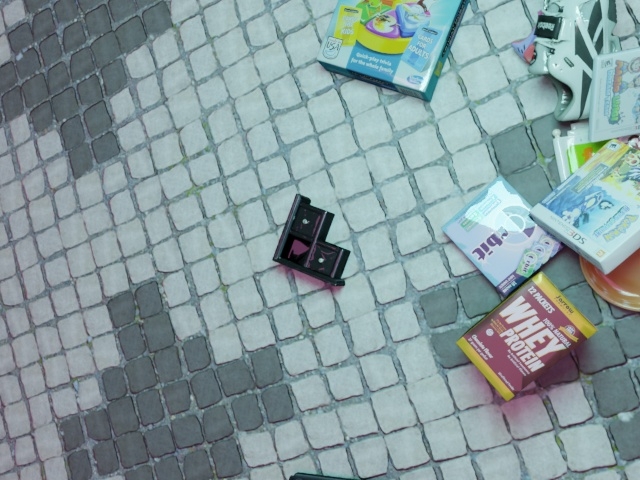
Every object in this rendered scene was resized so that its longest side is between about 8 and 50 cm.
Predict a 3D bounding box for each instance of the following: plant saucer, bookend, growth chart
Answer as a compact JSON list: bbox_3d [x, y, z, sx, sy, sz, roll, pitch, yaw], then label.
[{"bbox_3d":[0.574,0.029,1.022,0.200,0.037,0.199,13,113,34],"label":"plant saucer"},{"bbox_3d":[0.000,0.000,1.238,0.157,0.072,0.156,22,94,18],"label":"bookend"},{"bbox_3d":[0.564,-0.173,1.079,0.237,0.021,0.171,-20,82,18],"label":"growth chart"}]

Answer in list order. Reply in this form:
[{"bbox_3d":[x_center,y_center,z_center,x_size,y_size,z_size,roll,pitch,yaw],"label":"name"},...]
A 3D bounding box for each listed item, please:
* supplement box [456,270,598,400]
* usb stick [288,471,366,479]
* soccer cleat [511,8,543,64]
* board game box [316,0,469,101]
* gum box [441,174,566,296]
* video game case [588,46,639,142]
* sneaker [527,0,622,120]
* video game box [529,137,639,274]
[{"bbox_3d":[0.369,0.165,1.035,0.191,0.194,0.129,-43,74,12],"label":"supplement box"},{"bbox_3d":[0.063,0.539,1.194,0.278,0.045,0.077,-1,63,19],"label":"usb stick"},{"bbox_3d":[0.478,-0.447,1.095,0.095,0.083,0.248,42,103,21],"label":"soccer cleat"},{"bbox_3d":[0.170,-0.495,1.203,0.254,0.079,0.336,22,95,19],"label":"board game box"},{"bbox_3d":[0.361,-0.009,1.129,0.157,0.041,0.184,-44,74,11],"label":"gum box"},{"bbox_3d":[0.548,-0.259,1.000,0.143,0.019,0.157,-11,122,3],"label":"video game case"},{"bbox_3d":[0.432,-0.364,1.006,0.146,0.122,0.330,-23,108,7],"label":"sneaker"},{"bbox_3d":[0.504,-0.065,0.994,0.205,0.048,0.187,-43,39,5],"label":"video game box"}]
